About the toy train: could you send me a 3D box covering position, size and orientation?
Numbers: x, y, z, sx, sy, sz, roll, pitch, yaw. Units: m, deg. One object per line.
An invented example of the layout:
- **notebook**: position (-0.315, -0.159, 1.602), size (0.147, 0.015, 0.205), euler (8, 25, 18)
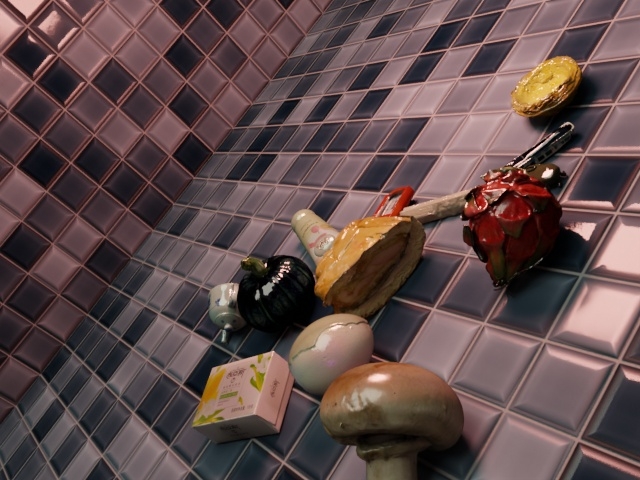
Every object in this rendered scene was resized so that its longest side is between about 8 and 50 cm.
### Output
- **toy train**: position (0.559, -0.226, 1.753), size (0.207, 0.047, 0.043), euler (-37, 32, 14)

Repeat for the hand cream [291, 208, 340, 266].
- **hand cream**: position (0.000, 0.000, 2.169), size (0.147, 0.093, 0.306), euler (-45, 39, 1)

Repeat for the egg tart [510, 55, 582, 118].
- **egg tart**: position (0.616, -0.404, 1.856), size (0.212, 0.090, 0.213), euler (-30, 33, 22)

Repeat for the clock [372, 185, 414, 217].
- **clock**: position (0.211, -0.083, 2.007), size (0.113, 0.061, 0.155), euler (-22, 32, 56)

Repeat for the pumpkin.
- **pumpkin**: position (-0.149, 0.131, 2.024), size (0.248, 0.248, 0.248), euler (-32, 32, 23)

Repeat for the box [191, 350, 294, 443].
- **box**: position (-0.208, 0.431, 1.868), size (0.260, 0.111, 0.195), euler (-24, 36, 37)

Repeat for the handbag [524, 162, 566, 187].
- **handbag**: position (0.545, -0.161, 1.690), size (0.111, 0.047, 0.072), euler (6, 63, 54)

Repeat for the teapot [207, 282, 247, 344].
- **teapot**: position (-0.284, 0.225, 2.167), size (0.159, 0.158, 0.232), euler (-82, 7, -46)

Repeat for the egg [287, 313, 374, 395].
- **egg**: position (0.034, 0.270, 1.675), size (0.217, 0.183, 0.183), euler (-49, 28, 16)

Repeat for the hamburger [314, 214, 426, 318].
- **hamburger**: position (0.123, 0.050, 1.859), size (0.330, 0.162, 0.209), euler (-48, 27, 1)

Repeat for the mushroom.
- **mushroom**: position (0.133, 0.393, 1.347), size (0.292, 0.292, 0.290), euler (-17, 58, 41)

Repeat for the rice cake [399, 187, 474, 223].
- **rice cake**: position (0.328, -0.088, 1.878), size (0.256, 0.052, 0.057), euler (-16, 67, 41)

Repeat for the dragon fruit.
- **dragon fruit**: position (0.428, -0.020, 1.540), size (0.233, 0.233, 0.293), euler (9, 96, 55)
